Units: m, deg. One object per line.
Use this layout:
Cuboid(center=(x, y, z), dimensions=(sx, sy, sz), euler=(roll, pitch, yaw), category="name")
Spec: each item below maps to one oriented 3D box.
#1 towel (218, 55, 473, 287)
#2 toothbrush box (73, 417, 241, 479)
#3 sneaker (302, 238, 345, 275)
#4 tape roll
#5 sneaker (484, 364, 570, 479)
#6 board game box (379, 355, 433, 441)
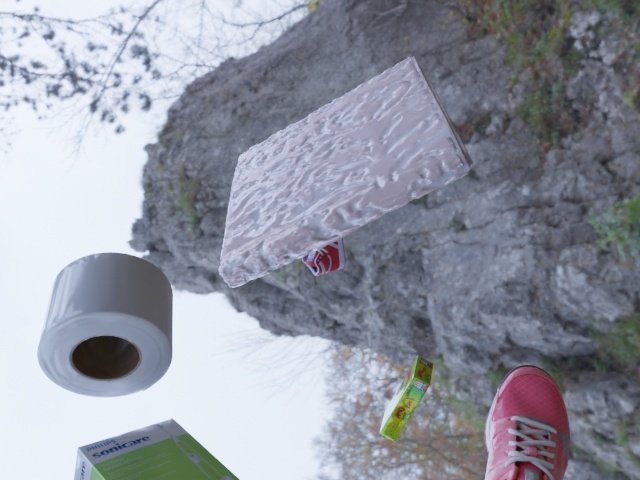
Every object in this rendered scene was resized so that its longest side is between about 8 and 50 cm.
Cuboid(center=(0.019, -0.103, 0.865), dimensions=(0.053, 0.331, 0.317), euler=(53, -162, -30), category="towel")
Cuboid(center=(-0.280, 0.462, 1.130), dimensions=(0.206, 0.283, 0.122), euler=(-5, -65, -48), category="toothbrush box")
Cuboid(center=(0.000, 0.000, 1.024), dimensions=(0.067, 0.042, 0.119), euler=(-21, -71, -30), category="sneaker")
Cuboid(center=(-0.414, 0.168, 1.244), dimensions=(0.246, 0.246, 0.169), euler=(52, -166, -37), category="tape roll")
Cuboid(center=(0.264, 0.298, 0.792), dimensions=(0.136, 0.115, 0.314), euler=(83, -157, -60), category="sneaker")
Cuboid(center=(0.200, 0.367, 1.471), dimensions=(0.181, 0.043, 0.092), euler=(-66, -5, 24), category="board game box")
